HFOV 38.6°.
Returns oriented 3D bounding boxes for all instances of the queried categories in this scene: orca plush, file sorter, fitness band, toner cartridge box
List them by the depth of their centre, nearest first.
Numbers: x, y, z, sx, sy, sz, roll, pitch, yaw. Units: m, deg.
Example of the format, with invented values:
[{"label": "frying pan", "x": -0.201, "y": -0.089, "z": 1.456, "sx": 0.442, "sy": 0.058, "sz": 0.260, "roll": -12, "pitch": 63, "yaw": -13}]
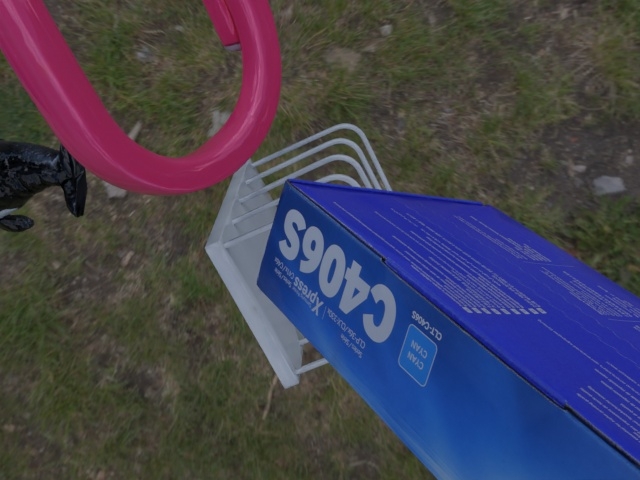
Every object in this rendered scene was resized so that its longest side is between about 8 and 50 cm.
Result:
[{"label": "toner cartridge box", "x": 0.119, "y": 0.073, "z": 0.455, "sx": 0.165, "sy": 0.348, "sz": 0.075, "roll": 3, "pitch": 113, "yaw": -33}, {"label": "fitness band", "x": -0.137, "y": -0.172, "z": 0.669, "sx": 0.209, "sy": 0.054, "sz": 0.291, "roll": -45, "pitch": 120, "yaw": -34}, {"label": "orca plush", "x": -0.387, "y": -0.045, "z": 1.044, "sx": 0.287, "sy": 0.102, "sz": 0.151, "roll": 9, "pitch": 131, "yaw": 29}, {"label": "file sorter", "x": 0.000, "y": 0.000, "z": 1.097, "sx": 0.173, "sy": 0.278, "sz": 0.193, "roll": -23, "pitch": 111, "yaw": 13}]
